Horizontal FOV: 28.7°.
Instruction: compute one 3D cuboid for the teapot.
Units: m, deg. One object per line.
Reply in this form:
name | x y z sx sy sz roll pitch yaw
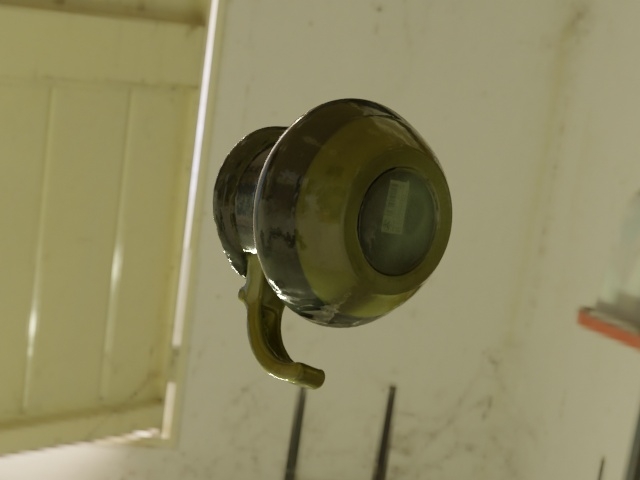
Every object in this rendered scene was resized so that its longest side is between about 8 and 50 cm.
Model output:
teapot | 0.000 0.000 0.717 0.130 0.166 0.119 26 170 -38
